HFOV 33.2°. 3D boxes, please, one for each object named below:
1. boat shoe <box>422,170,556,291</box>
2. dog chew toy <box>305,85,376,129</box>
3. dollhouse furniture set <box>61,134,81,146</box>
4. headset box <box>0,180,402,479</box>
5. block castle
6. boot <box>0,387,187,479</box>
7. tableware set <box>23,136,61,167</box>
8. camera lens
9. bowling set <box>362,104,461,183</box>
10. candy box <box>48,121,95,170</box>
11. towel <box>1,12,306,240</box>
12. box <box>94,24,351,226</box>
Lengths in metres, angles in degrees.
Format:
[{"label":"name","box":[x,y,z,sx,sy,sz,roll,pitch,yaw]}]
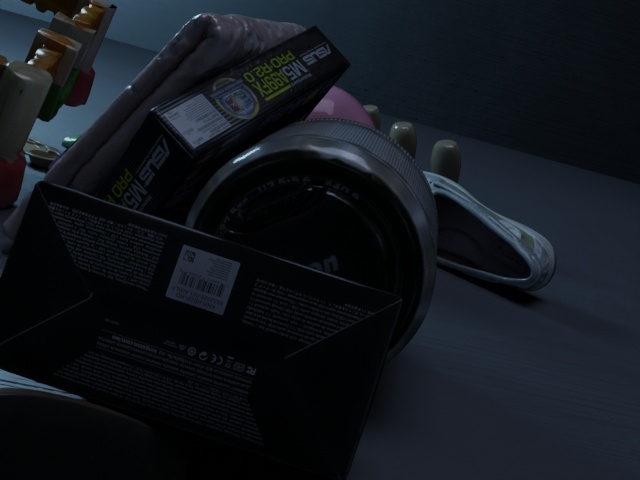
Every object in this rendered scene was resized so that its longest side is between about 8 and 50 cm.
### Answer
[{"label":"boat shoe","box":[0.184,-0.018,1.551,0.320,0.118,0.103,30,13,21]},{"label":"dog chew toy","box":[-0.037,-0.135,1.599,0.206,0.207,0.332,13,5,-15]},{"label":"dollhouse furniture set","box":[-0.320,-0.165,1.642,0.076,0.059,0.151,20,13,16]},{"label":"headset box","box":[-0.069,0.071,0.719,0.218,0.110,0.293,18,-9,3]},{"label":"block castle","box":[-0.456,-0.222,1.341,0.303,0.213,0.453,26,23,-11]},{"label":"boot","box":[-0.215,0.118,0.538,0.305,0.112,0.115,7,3,-35]},{"label":"tableware set","box":[-0.426,-0.129,1.452,0.168,0.020,0.141,6,17,-39]},{"label":"camera lens","box":[0.000,0.000,1.006,0.219,0.219,0.274,17,13,3]},{"label":"bowling set","box":[0.088,-0.118,1.854,0.200,0.154,0.287,-13,29,-29]},{"label":"candy box","box":[-0.245,-0.137,1.372,0.070,0.165,0.196,47,9,-9]},{"label":"towel","box":[-0.160,-0.120,1.160,0.053,0.317,0.332,47,16,2]},{"label":"box","box":[-0.110,-0.093,1.090,0.060,0.216,0.270,47,42,4]}]
